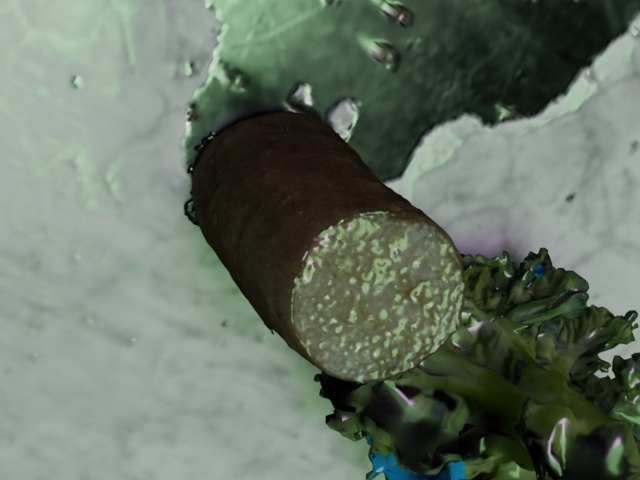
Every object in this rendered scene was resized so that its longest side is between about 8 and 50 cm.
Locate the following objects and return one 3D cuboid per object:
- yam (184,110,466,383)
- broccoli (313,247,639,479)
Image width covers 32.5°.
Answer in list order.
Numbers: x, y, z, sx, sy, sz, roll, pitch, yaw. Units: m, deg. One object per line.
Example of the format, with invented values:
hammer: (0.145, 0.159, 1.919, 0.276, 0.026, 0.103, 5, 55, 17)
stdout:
yam: (-0.002, -0.002, 0.458, 0.084, 0.127, 0.084, -8, 114, -19)
broccoli: (0.090, 0.079, 0.506, 0.154, 0.160, 0.167, -34, 101, -2)
